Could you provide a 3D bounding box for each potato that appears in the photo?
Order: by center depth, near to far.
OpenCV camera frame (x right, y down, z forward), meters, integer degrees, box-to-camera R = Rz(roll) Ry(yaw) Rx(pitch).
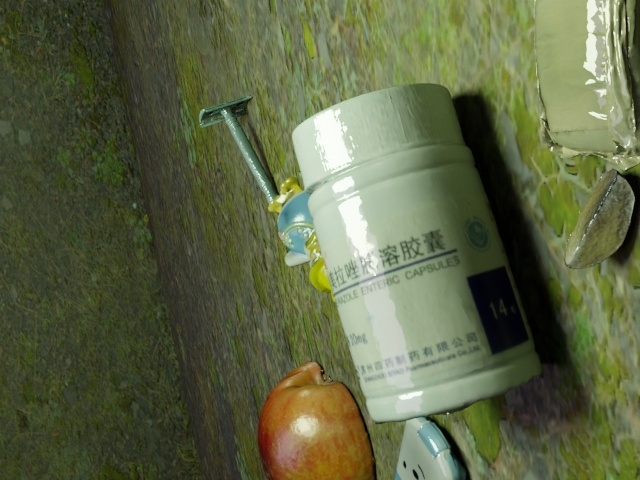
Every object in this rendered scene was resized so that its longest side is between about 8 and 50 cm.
[{"bbox_3d":[0.246,-0.017,0.610,0.037,0.036,0.093,-65,-5,-66],"label":"potato"}]

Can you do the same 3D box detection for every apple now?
[{"bbox_3d":[-0.036,0.375,1.318,0.293,0.163,0.252,-1,102,66],"label":"apple"}]

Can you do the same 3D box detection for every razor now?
[{"bbox_3d":[-0.144,-0.171,1.398,0.232,0.106,0.068,63,155,10],"label":"razor"}]

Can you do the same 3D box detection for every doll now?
[{"bbox_3d":[0.000,-0.001,1.119,0.241,0.135,0.099,58,179,42],"label":"doll"}]

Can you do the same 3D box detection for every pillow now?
[{"bbox_3d":[0.215,-0.163,0.570,0.119,0.053,0.208,-159,58,-68],"label":"pillow"}]

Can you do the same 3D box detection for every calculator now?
[{"bbox_3d":[0.153,0.343,1.011,0.121,0.039,0.210,-124,30,-45],"label":"calculator"}]

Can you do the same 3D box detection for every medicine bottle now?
[{"bbox_3d":[0.097,0.009,0.764,0.190,0.189,0.333,-36,69,66],"label":"medicine bottle"}]
